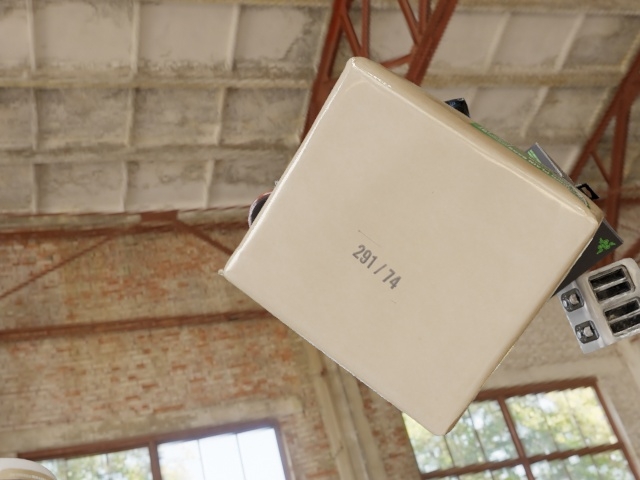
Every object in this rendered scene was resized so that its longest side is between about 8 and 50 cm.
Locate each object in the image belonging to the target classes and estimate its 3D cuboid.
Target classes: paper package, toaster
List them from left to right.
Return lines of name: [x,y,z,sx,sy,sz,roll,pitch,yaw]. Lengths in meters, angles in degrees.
paper package: [0.105,0.002,1.001,0.309,0.325,0.168,-58,-14,17]
toaster: [0.639,0.142,1.908,0.186,0.168,0.110,-19,-10,-9]

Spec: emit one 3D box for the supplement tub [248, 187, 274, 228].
supplement tub: [-0.069,-0.053,1.653,0.106,0.106,0.198,-23,5,10]

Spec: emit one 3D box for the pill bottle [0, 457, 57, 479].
pill bottle: [-0.308,0.358,0.830,0.153,0.264,0.153,-15,-42,-14]

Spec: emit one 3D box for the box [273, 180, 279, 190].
box: [0.000,0.000,1.431,0.087,0.232,0.058,-17,-24,-16]

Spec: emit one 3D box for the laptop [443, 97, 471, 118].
laptop: [0.147,-0.153,1.394,0.234,0.136,0.264,-11,-40,19]

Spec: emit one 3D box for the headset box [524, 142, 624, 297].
headset box: [0.421,-0.018,1.724,0.283,0.131,0.246,-40,-56,16]
